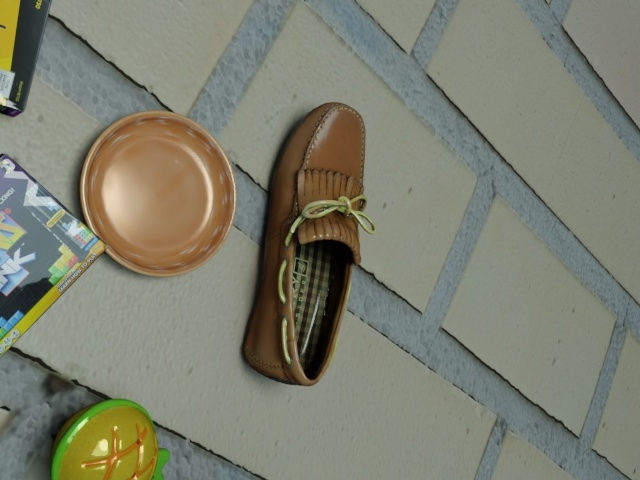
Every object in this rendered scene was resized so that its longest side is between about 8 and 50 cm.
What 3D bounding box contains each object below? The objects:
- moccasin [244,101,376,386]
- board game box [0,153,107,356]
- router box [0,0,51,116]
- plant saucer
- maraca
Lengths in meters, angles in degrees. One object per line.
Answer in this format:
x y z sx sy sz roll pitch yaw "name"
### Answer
-0.002 -0.001 0.934 0.139 0.147 0.380 25 74 -33 "moccasin"
-0.332 0.019 0.730 0.170 0.048 0.141 -49 117 -13 "board game box"
-0.359 -0.235 0.739 0.133 0.046 0.178 16 79 -36 "router box"
-0.196 -0.056 0.861 0.200 0.037 0.199 2 87 -37 "plant saucer"
-0.230 0.250 0.795 0.127 0.099 0.185 -48 141 -25 "maraca"
